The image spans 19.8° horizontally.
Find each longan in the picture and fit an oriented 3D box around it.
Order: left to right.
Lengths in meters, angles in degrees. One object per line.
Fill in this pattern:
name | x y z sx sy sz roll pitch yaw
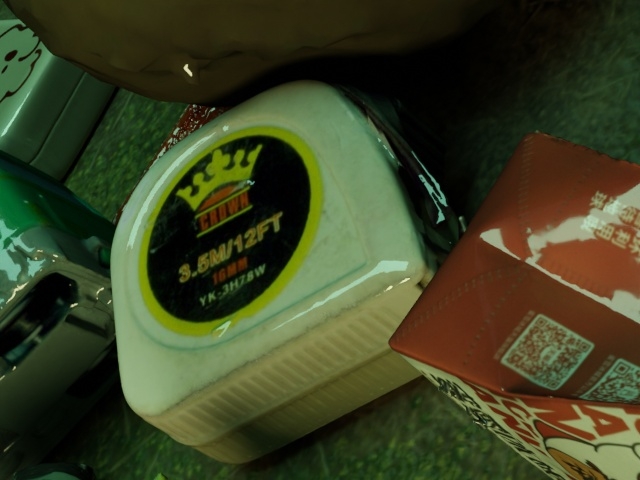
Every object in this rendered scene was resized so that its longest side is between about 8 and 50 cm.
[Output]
longan | -0.052 -0.274 1.248 0.435 0.404 0.404 18 72 31

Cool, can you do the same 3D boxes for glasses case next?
glasses case | -0.325 -0.132 1.727 0.336 0.076 0.144 5 63 51

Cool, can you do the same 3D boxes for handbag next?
handbag | 0.190 0.070 0.877 0.151 0.171 0.298 -55 33 -7

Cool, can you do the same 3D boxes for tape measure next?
tape measure | 0.000 0.000 1.198 0.271 0.133 0.231 -30 48 26

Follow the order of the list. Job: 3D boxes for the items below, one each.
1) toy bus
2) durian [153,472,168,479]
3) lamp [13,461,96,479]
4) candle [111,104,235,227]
toy bus | -0.295 0.089 1.365 0.343 0.183 0.199 -46 58 8
durian | -0.034 0.288 0.933 0.157 0.169 0.355 -45 30 9
lamp | -0.171 0.231 1.172 0.182 0.182 0.314 -29 19 29
candle | -0.066 -0.123 1.453 0.329 0.048 0.051 -56 21 -5
